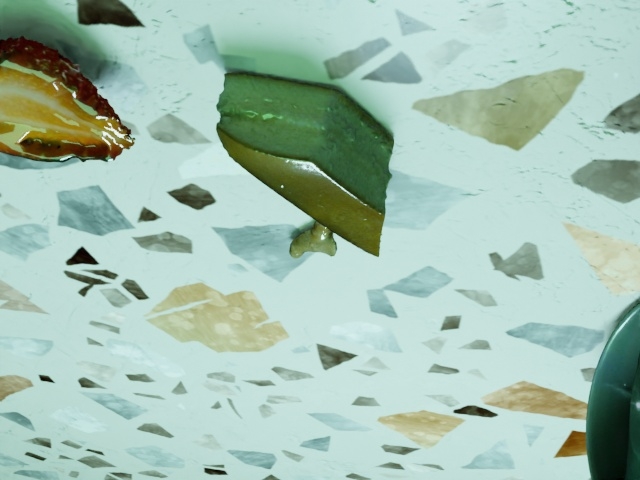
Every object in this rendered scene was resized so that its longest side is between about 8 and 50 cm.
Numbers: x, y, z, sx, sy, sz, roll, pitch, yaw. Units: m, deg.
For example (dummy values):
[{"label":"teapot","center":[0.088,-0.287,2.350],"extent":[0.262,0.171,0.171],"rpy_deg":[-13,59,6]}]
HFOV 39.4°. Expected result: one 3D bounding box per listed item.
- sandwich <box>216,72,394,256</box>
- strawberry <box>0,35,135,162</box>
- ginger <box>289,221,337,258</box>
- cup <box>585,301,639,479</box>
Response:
[{"label":"sandwich","center":[0.007,-0.077,0.907],"extent":[0.096,0.094,0.258],"rpy_deg":[-17,141,40]},{"label":"strawberry","center":[-0.283,-0.146,0.874],"extent":[0.192,0.085,0.140],"rpy_deg":[-3,138,7]},{"label":"ginger","center":[0.001,0.000,1.083],"extent":[0.048,0.030,0.097],"rpy_deg":[46,136,-4]},{"label":"cup","center":[0.549,0.222,1.117],"extent":[0.393,0.401,0.310],"rpy_deg":[12,114,-14]}]
